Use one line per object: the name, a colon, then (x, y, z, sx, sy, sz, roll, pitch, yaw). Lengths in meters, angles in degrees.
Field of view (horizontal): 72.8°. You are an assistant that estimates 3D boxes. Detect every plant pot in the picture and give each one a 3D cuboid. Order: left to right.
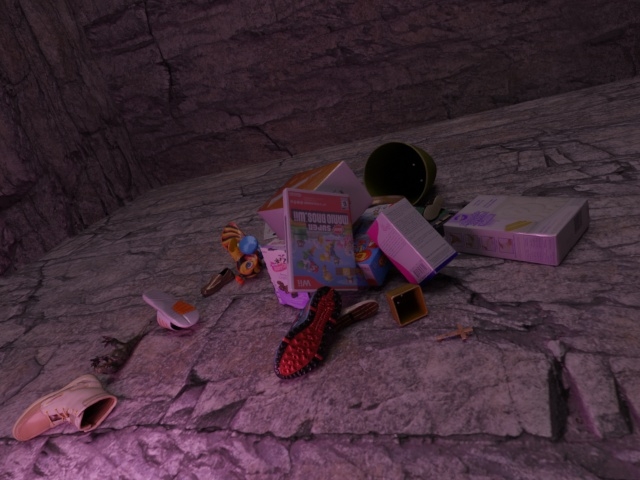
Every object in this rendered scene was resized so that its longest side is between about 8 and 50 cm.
plant pot: (0.202, -0.137, 1.561, 0.236, 0.032, 0.236, -5, 1, 0)
plant pot: (0.211, 0.156, 1.105, 0.081, 0.081, 0.083, -22, 11, -11)
plant pot: (0.369, -0.280, 1.817, 0.275, 0.275, 0.293, 0, 12, 35)

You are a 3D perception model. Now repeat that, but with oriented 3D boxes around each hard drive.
hard drive: (0.281, -0.054, 1.556, 0.237, 0.064, 0.339, -31, 25, -30)

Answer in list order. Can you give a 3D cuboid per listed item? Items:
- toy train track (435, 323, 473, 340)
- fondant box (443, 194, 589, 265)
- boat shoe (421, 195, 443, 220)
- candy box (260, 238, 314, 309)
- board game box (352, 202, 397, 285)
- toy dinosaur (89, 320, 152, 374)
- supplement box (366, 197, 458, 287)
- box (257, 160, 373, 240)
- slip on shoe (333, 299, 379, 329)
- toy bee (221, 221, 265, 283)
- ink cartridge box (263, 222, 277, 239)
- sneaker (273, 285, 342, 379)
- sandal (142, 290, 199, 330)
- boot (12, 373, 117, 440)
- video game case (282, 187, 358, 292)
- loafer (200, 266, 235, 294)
toy train track: (0.304, 0.215, 0.983, 0.083, 0.014, 0.048, -18, 29, 13)
fondant box: (0.572, -0.044, 1.285, 0.238, 0.096, 0.330, -34, 26, -34)
boat shoe: (0.376, -0.104, 1.473, 0.042, 0.049, 0.133, -34, 10, 49)
candy box: (-0.077, 0.100, 1.276, 0.165, 0.196, 0.070, 5, 29, 45)
board game box: (0.103, 0.011, 1.404, 0.308, 0.086, 0.302, -4, 36, 37)
toy dinosaur: (-0.619, 0.332, 1.313, 0.118, 0.064, 0.268, -6, 22, 8)
supplement box: (0.252, 0.008, 1.211, 0.114, 0.220, 0.111, -32, -16, -33)
box: (-0.029, -0.111, 1.430, 0.215, 0.168, 0.345, -47, 20, -20)
slip on shoe: (0.088, 0.189, 1.150, 0.135, 0.051, 0.041, -27, 28, -5)
toy bee: (-0.272, 0.063, 1.559, 0.162, 0.195, 0.298, -50, 43, -12)
ink cartridge box: (-0.178, -0.062, 1.959, 0.145, 0.045, 0.179, -13, 41, 9)
sneaker: (-0.034, 0.242, 1.087, 0.262, 0.104, 0.125, -53, 0, -35)
sandal: (-0.485, 0.238, 1.405, 0.265, 0.076, 0.102, 20, 19, 39)
boot: (-0.626, 0.430, 1.066, 0.165, 0.077, 0.213, 10, 34, 44)
video game case: (0.000, 0.000, 1.196, 0.204, 0.285, 0.025, 3, -16, -27)
loafer: (-0.379, 0.146, 1.577, 0.056, 0.050, 0.148, 3, 29, 40)
